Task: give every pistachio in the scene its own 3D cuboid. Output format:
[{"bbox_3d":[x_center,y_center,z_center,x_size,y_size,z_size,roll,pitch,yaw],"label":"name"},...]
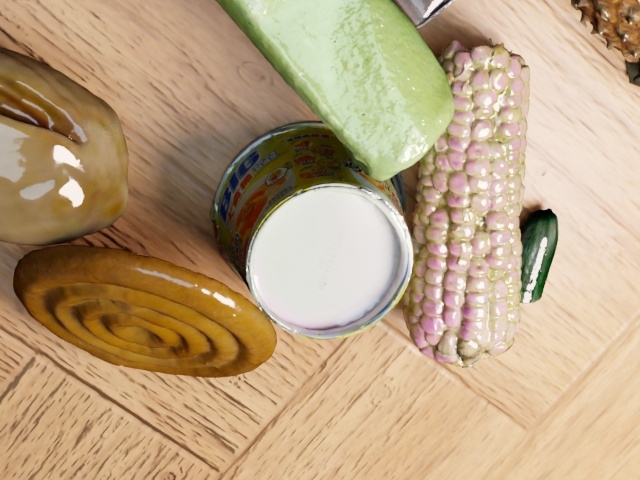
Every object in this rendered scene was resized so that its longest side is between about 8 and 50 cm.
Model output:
[{"bbox_3d":[-0.312,-0.087,1.106,0.288,0.166,0.197,18,147,-1],"label":"pistachio"}]

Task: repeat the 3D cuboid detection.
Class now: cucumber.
[{"bbox_3d":[0.225,0.016,1.282,0.048,0.048,0.105,11,108,-13],"label":"cucumber"}]

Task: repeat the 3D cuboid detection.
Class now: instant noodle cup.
[{"bbox_3d":[0.000,0.000,1.186,0.205,0.153,0.205,-3,113,-8],"label":"instant noodle cup"}]

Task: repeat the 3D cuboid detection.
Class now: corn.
[{"bbox_3d":[0.146,-0.035,1.214,0.127,0.126,0.335,-2,107,-8],"label":"corn"}]

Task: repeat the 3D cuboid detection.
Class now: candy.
[{"bbox_3d":[-0.015,-0.214,1.087,0.132,0.142,0.343,-43,103,-16],"label":"candy"}]

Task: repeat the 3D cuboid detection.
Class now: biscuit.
[{"bbox_3d":[-0.171,0.076,1.156,0.262,0.262,0.037,21,64,-16],"label":"biscuit"}]

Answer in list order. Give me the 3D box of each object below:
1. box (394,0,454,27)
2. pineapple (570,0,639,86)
[{"bbox_3d":[0.061,-0.319,1.119,0.120,0.069,0.224,-38,110,6],"label":"box"},{"bbox_3d":[0.358,-0.179,1.172,0.166,0.165,0.364,-34,114,5],"label":"pineapple"}]
